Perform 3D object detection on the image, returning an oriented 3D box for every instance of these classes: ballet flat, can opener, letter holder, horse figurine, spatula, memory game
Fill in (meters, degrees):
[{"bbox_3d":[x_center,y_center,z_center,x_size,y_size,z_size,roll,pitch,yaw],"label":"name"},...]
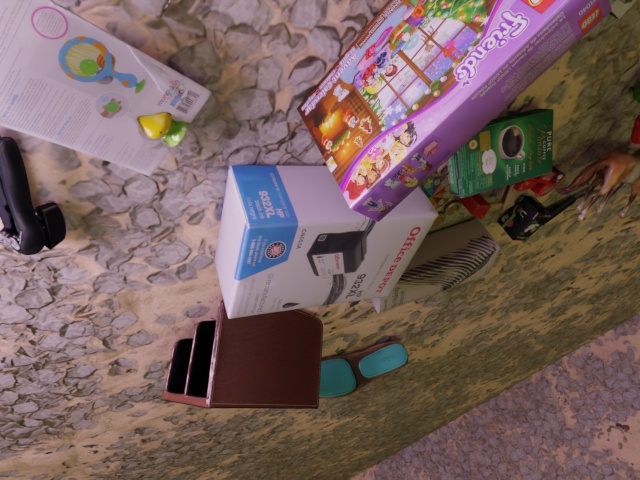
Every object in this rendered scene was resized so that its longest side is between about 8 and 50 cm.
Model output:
[{"bbox_3d":[0.092,0.384,1.269,0.343,0.116,0.124,-17,162,-15],"label":"ballet flat"},{"bbox_3d":[-0.369,-0.052,0.519,0.059,0.073,0.186,19,135,8],"label":"can opener"},{"bbox_3d":[-0.149,0.245,0.937,0.152,0.214,0.302,-10,157,40],"label":"letter holder"},{"bbox_3d":[0.611,-0.128,0.896,0.264,0.066,0.174,-3,123,-29],"label":"horse figurine"},{"bbox_3d":[0.616,-0.101,1.002,0.297,0.030,0.084,-28,145,5],"label":"spatula"},{"bbox_3d":[0.214,-0.080,0.825,0.186,0.012,0.186,-15,142,-12],"label":"memory game"}]

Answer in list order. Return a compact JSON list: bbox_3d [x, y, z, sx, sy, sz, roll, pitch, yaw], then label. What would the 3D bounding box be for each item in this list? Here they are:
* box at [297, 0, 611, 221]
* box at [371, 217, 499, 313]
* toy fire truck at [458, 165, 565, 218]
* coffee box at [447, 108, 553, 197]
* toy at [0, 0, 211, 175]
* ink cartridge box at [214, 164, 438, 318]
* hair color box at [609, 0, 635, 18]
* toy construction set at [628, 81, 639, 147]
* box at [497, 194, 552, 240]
[{"bbox_3d":[0.112,-0.190,0.479,0.057,0.200,0.293,21,124,-44],"label":"box"},{"bbox_3d":[0.232,0.054,0.931,0.275,0.094,0.113,-19,143,-7],"label":"box"},{"bbox_3d":[0.379,-0.102,0.848,0.192,0.047,0.135,4,132,-35],"label":"toy fire truck"},{"bbox_3d":[0.304,-0.149,0.729,0.184,0.040,0.113,-17,112,-10],"label":"coffee box"},{"bbox_3d":[-0.248,-0.162,0.439,0.137,0.056,0.237,-45,144,20],"label":"toy"},{"bbox_3d":[0.000,0.000,0.709,0.308,0.129,0.223,-4,139,-24],"label":"ink cartridge box"},{"bbox_3d":[0.402,-0.379,0.529,0.093,0.053,0.167,8,131,-35],"label":"hair color box"},{"bbox_3d":[0.723,-0.239,0.768,0.309,0.257,0.237,-17,161,26],"label":"toy construction set"},{"bbox_3d":[0.448,-0.048,0.949,0.052,0.062,0.083,3,135,-33],"label":"box"}]
